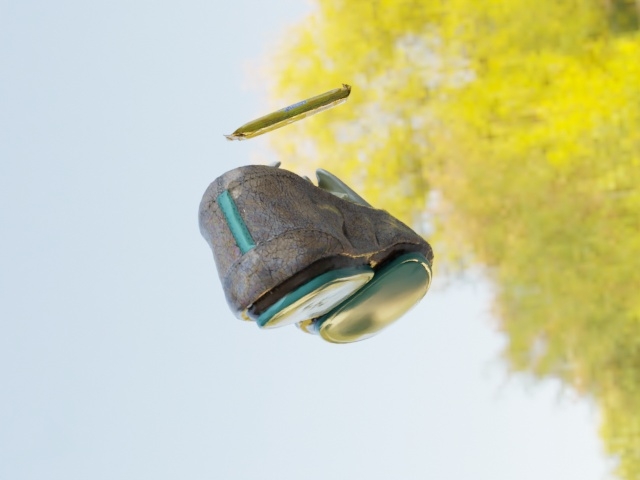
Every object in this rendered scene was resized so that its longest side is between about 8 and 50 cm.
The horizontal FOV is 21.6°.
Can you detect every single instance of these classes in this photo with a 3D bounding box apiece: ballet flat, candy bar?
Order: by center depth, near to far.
[{"bbox_3d":[0.000,0.000,1.091,0.106,0.107,0.316,56,-174,12],"label":"ballet flat"},{"bbox_3d":[-0.036,-0.147,1.956,0.040,0.161,0.018,81,167,-81],"label":"candy bar"}]
